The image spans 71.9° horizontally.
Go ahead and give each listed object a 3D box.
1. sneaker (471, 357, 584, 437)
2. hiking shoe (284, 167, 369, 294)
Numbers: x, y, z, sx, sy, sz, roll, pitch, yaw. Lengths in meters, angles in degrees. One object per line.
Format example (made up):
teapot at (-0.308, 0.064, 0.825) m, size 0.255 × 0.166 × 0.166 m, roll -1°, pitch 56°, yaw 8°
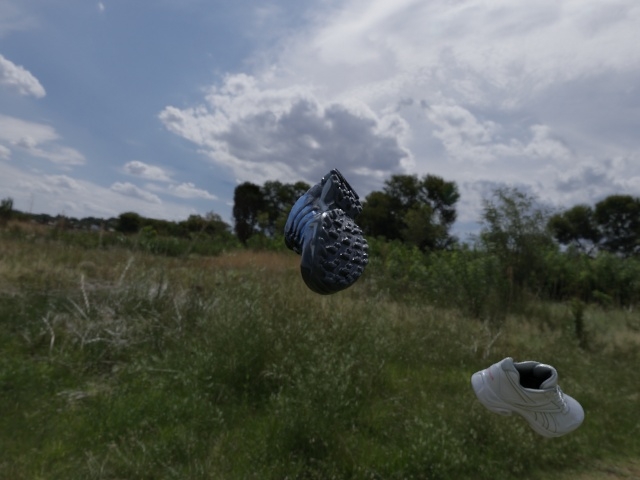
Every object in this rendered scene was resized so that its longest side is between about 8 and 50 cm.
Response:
sneaker at (0.393, 0.274, 0.781) m, size 0.232 × 0.090 × 0.115 m, roll 21°, pitch -53°, yaw -16°
hiking shoe at (0.000, 0.000, 0.738) m, size 0.132 × 0.304 × 0.113 m, roll -34°, pitch -68°, yaw 24°
